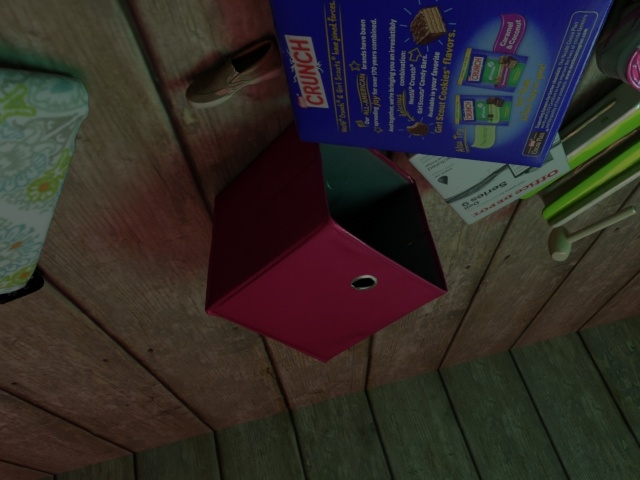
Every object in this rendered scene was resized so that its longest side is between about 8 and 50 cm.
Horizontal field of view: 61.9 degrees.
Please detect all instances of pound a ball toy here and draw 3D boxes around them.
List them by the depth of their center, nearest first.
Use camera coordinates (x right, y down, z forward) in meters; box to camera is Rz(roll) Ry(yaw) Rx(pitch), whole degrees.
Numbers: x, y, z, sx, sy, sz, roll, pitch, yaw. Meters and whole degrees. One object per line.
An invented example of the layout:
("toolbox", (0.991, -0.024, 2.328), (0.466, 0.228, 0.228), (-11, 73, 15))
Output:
("pound a ball toy", (0.519, -0.129, 1.029), (0.208, 0.135, 0.319), (35, 131, -15))

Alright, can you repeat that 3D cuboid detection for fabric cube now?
("fabric cube", (0.000, 0.000, 0.847), (0.254, 0.259, 0.258), (31, 126, -35))

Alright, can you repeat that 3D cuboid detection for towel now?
("towel", (-0.475, -0.043, 0.620), (0.321, 0.090, 0.374), (-18, 150, -53))

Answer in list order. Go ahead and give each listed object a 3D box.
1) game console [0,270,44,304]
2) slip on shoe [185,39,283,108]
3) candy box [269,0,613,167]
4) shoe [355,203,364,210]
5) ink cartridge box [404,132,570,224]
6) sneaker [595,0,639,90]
("game console", (-0.553, 0.006, 0.839), (0.213, 0.043, 0.361), (-14, 150, -4))
("slip on shoe", (-0.113, -0.214, 0.684), (0.135, 0.051, 0.041), (-20, 155, 0))
("candy box", (0.119, -0.221, 0.602), (0.317, 0.122, 0.268), (8, 153, 11))
("shoe", (0.085, -0.064, 1.026), (0.077, 0.058, 0.219), (-7, 148, -17))
("ink cartridge box", (0.271, -0.167, 0.886), (0.211, 0.121, 0.289), (-30, 147, 21))
("sneaker", (0.502, -0.326, 0.771), (0.252, 0.111, 0.103), (-38, 122, -2))
